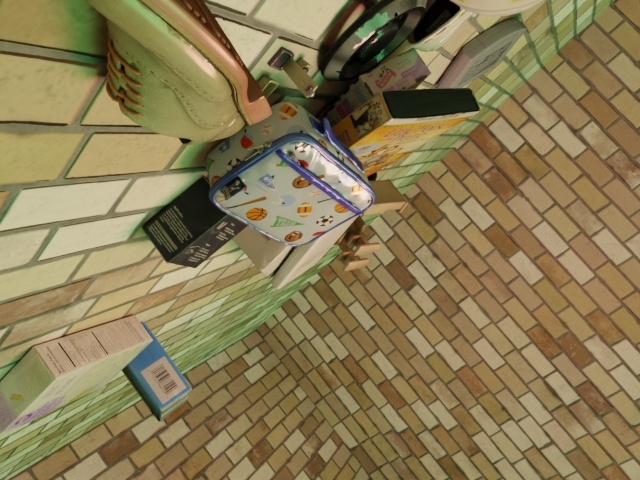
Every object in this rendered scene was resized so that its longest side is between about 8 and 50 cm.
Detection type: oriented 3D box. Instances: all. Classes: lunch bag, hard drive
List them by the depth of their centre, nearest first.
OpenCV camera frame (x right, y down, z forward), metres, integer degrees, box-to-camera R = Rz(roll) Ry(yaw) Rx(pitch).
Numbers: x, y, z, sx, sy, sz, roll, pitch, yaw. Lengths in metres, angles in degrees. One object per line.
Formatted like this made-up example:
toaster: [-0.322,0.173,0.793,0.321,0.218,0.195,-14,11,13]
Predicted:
lunch bag: [-0.049,-0.112,0.964,0.243,0.114,0.303,-28,147,23]
hard drive: [0.000,0.000,1.395,0.203,0.040,0.307,-33,167,-46]

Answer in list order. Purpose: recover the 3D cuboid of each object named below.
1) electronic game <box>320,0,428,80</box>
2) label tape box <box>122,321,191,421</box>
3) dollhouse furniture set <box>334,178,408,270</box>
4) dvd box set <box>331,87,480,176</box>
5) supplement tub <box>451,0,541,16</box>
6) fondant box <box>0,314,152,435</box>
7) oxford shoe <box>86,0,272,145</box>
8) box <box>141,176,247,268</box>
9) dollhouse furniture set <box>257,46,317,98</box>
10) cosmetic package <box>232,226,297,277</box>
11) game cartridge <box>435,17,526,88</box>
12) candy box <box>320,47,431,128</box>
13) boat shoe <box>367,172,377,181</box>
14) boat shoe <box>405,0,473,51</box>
electronic game: [0.096,-0.364,0.929,0.229,0.048,0.229,-35,178,-1]
label tape box: [-0.529,0.425,1.637,0.115,0.249,0.347,-35,170,-27]
dollhouse furniture set: [0.128,-0.065,1.617,0.161,0.212,0.242,-8,144,-38]
dvd box set: [0.098,-0.204,1.155,0.308,0.062,0.420,-17,174,-42]
supplement tub: [0.205,-0.402,0.577,0.235,0.235,0.325,-42,171,17]
fondant box: [-0.612,0.320,1.289,0.238,0.096,0.330,-42,170,18]
oxford shoe: [-0.161,-0.177,0.544,0.147,0.140,0.397,-33,169,4]
box: [-0.244,-0.030,1.053,0.158,0.093,0.156,-38,171,0]
dollhouse furniture set: [-0.055,-0.234,0.849,0.114,0.081,0.091,-43,170,20]
cosmetic package: [-0.113,-0.010,1.484,0.217,0.156,0.385,-41,170,-4]
game cartridge: [0.482,-0.553,1.557,0.294,0.060,0.196,-35,173,-29]
candy box: [0.114,-0.305,1.112,0.165,0.070,0.196,-35,-178,-26]
boat shoe: [0.105,-0.220,1.520,0.112,0.095,0.335,-42,171,14]
boat shoe: [0.255,-0.464,0.964,0.267,0.096,0.088,-40,172,39]
